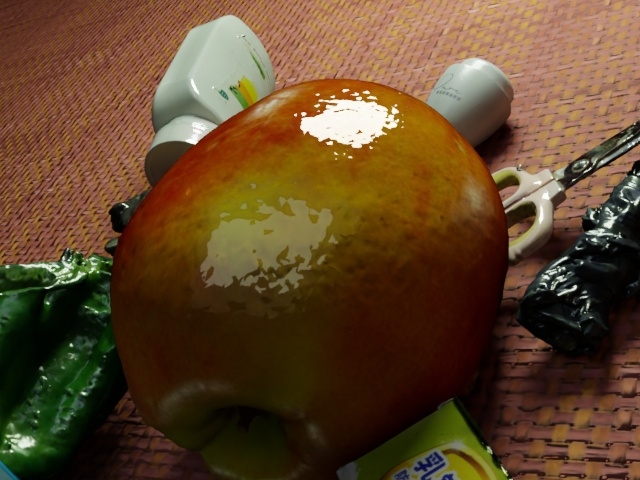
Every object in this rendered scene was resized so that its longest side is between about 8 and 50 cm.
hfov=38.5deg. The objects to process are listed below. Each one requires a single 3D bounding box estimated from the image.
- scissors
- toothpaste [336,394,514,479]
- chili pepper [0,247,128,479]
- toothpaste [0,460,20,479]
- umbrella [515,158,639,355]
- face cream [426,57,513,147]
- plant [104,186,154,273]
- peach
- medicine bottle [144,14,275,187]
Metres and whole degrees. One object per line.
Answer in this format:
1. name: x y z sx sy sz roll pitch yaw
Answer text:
1. scissors: 0.227 -0.057 0.882 0.318 0.024 0.160 -34 26 15
2. toothpaste: 0.121 0.240 0.573 0.110 0.077 0.327 -33 33 -2
3. chili pepper: -0.311 0.162 0.883 0.385 0.213 0.167 -46 56 -7
4. toothpaste: -0.299 0.207 0.759 0.050 0.266 0.065 -3 42 35
5. umbrella: 0.255 0.003 0.803 0.080 0.071 0.224 28 54 21
6. face cream: 0.168 -0.154 1.055 0.095 0.091 0.091 -50 37 -15
7. plant: -0.169 0.003 1.059 0.129 0.132 0.194 12 50 42
8. peach: 0.000 0.000 0.810 0.306 0.242 0.380 -17 34 25
9. medicine bottle: -0.149 -0.179 1.260 0.111 0.161 0.296 -15 35 25
